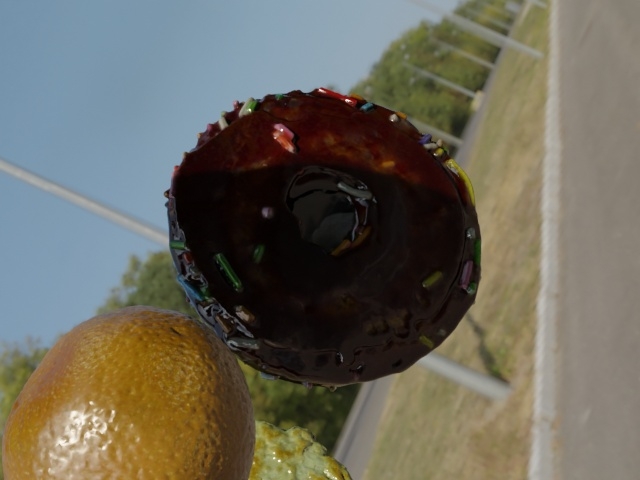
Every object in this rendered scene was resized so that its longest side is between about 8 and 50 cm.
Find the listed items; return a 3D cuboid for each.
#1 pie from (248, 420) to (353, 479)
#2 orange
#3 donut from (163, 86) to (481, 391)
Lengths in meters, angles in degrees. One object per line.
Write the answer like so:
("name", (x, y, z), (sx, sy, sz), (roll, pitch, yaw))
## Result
("pie", (-0.057, 0.318, 1.375), (0.201, 0.248, 0.090), (-30, -16, -12))
("orange", (-0.059, 0.060, 0.368), (0.085, 0.085, 0.085), (25, -90, -87))
("donut", (0.000, 0.000, 0.867), (0.235, 0.235, 0.089), (-64, 1, -25))
